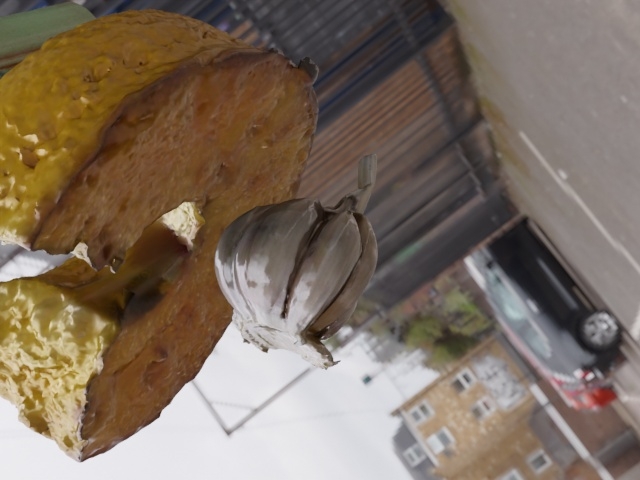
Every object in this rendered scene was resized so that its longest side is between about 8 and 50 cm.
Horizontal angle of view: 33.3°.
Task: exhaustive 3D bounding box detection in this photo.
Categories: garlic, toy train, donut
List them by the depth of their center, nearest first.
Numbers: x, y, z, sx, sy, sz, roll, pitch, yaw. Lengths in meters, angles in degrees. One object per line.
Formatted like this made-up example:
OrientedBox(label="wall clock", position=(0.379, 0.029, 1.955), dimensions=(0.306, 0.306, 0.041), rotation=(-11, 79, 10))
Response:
OrientedBox(label="garlic", position=(0.000, 0.000, 0.888), dimensions=(0.131, 0.194, 0.127), rotation=(18, 154, 44))
OrientedBox(label="donut", position=(-0.176, -0.026, 1.012), dimensions=(0.163, 0.377, 0.435), rotation=(34, 138, 22))
OrientedBox(label="toy train", position=(-0.336, -0.181, 1.166), dimensions=(0.177, 0.116, 0.285), rotation=(43, -136, 18))
